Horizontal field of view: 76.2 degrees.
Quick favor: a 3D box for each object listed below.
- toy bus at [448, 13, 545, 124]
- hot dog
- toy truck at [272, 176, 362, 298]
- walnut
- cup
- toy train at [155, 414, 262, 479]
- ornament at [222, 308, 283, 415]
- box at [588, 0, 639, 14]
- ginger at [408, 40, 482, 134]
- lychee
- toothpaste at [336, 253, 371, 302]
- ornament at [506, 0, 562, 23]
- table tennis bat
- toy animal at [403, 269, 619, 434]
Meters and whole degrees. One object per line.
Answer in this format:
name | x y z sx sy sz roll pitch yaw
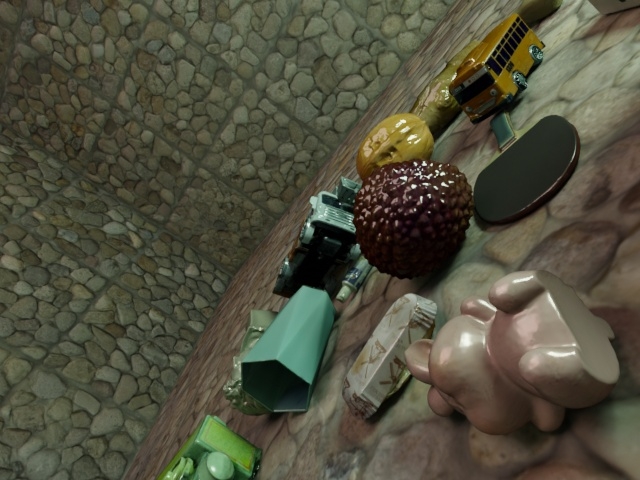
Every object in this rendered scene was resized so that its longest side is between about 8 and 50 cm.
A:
toy bus | 0.336 -0.330 0.784 0.201 0.114 0.098 -52 12 -26
hot dog | 0.095 0.160 0.566 0.192 0.053 0.099 -58 12 -4
toy truck | 0.000 0.000 0.960 0.338 0.132 0.185 121 164 -46
walnut | 0.177 -0.211 0.987 0.206 0.159 0.159 -43 16 28
cup | -0.051 0.198 0.816 0.236 0.134 0.148 -64 -13 -53
toy train | -0.239 0.473 0.749 0.272 0.159 0.188 -52 6 14
ornament | -0.132 0.274 0.930 0.285 0.129 0.121 -87 9 -68
box | 0.490 -0.412 0.597 0.130 0.051 0.129 -51 13 15
ginger | 0.319 -0.367 1.004 0.263 0.116 0.109 -48 54 10
lychee | 0.138 -0.030 0.640 0.188 0.188 0.188 -51 13 16
toothpaste | 0.100 0.045 0.890 0.216 0.037 0.062 -53 8 -19
ornament | 0.496 -0.546 0.906 0.231 0.061 0.245 -58 14 -7
table tennis bat | 0.300 -0.134 0.639 0.173 0.022 0.301 -46 16 35
toy animal | 0.142 0.121 0.364 0.213 0.124 0.124 -52 11 43
